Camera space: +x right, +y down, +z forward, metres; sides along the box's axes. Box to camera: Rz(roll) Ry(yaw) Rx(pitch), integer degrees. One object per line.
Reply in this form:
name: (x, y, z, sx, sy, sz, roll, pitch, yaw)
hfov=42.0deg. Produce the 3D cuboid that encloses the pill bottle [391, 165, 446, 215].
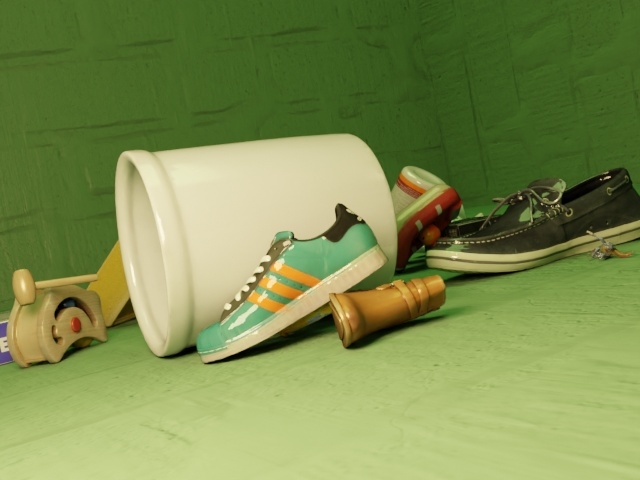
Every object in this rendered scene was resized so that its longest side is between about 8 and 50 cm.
pill bottle: (0.211, -0.060, 2.037, 0.121, 0.221, 0.121, 21, 21, -9)

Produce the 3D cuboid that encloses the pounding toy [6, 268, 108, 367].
pounding toy: (-0.464, 0.150, 1.525, 0.154, 0.154, 0.269, -10, -16, 16)

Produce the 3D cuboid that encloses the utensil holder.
utensil holder: (-0.111, -0.009, 1.376, 0.385, 0.328, 0.327, -11, 2, -23)

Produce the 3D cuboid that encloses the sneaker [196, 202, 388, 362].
sneaker: (-0.059, 0.059, 1.190, 0.302, 0.121, 0.108, -32, -1, -5)

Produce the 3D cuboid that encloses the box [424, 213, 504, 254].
box: (0.356, -0.010, 2.033, 0.147, 0.078, 0.180, -12, 3, -22)

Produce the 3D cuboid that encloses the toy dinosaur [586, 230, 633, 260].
toy dinosaur: (0.498, 0.022, 1.458, 0.090, 0.047, 0.082, 27, 9, 23)

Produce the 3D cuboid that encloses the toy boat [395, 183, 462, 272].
toy boat: (0.247, -0.007, 1.876, 0.231, 0.151, 0.151, -38, -21, -17)

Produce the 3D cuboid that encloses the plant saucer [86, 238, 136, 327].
plant saucer: (-0.408, 0.073, 1.977, 0.333, 0.081, 0.333, -53, -11, 16)

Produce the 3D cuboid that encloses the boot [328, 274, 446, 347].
boot: (0.094, 0.084, 1.115, 0.152, 0.073, 0.197, -16, -1, 6)

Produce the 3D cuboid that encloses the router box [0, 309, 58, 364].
router box: (-0.711, 0.211, 1.713, 0.335, 0.082, 0.301, -13, 4, -34)

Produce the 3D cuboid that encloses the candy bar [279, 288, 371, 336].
candy bar: (0.004, 0.105, 1.237, 0.161, 0.018, 0.040, -31, -10, 27)

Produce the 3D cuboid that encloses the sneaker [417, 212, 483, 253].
sneaker: (0.333, -0.020, 2.169, 0.212, 0.094, 0.080, -12, 4, -11)

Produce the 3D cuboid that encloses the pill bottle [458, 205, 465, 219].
pill bottle: (0.271, -0.049, 2.398, 0.272, 0.152, 0.152, -11, 3, -9)

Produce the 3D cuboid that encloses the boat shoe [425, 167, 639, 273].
boat shoe: (0.414, -0.037, 1.599, 0.500, 0.156, 0.187, -14, 5, -22)
